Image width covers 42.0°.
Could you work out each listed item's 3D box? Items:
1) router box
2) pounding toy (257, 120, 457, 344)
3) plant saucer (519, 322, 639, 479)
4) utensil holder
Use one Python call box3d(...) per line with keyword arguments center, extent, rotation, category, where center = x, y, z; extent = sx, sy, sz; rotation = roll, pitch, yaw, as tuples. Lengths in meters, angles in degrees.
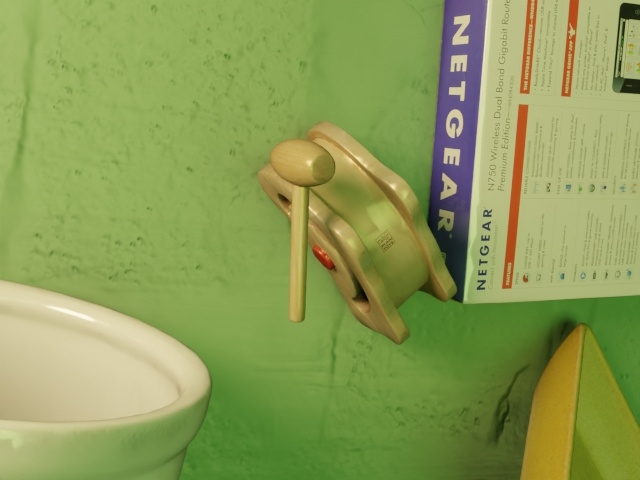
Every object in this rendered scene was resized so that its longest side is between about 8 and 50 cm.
box3d(center=(0.270, -0.108, 0.892), extent=(0.301, 0.082, 0.335), rotation=(0, 99, -24), category="router box")
box3d(center=(0.000, 0.000, 0.768), extent=(0.155, 0.154, 0.269), rotation=(-41, 132, -12), category="pounding toy")
box3d(center=(0.304, 0.316, 0.912), extent=(0.333, 0.081, 0.333), rotation=(58, 34, -21), category="plant saucer")
box3d(center=(-0.280, 0.244, 0.581), extent=(0.327, 0.327, 0.386), rotation=(13, 95, -25), category="utensil holder")
